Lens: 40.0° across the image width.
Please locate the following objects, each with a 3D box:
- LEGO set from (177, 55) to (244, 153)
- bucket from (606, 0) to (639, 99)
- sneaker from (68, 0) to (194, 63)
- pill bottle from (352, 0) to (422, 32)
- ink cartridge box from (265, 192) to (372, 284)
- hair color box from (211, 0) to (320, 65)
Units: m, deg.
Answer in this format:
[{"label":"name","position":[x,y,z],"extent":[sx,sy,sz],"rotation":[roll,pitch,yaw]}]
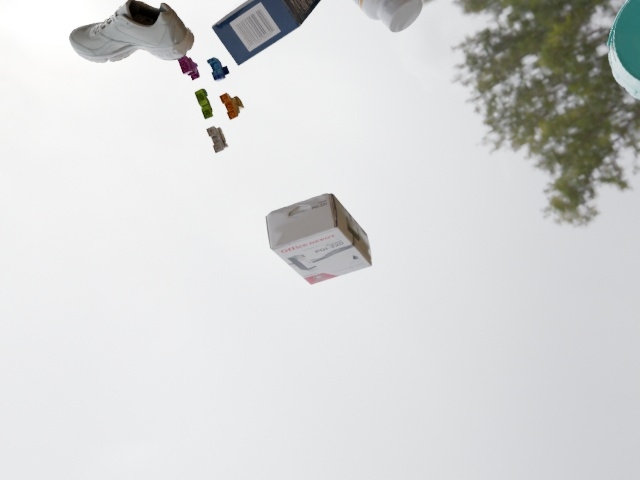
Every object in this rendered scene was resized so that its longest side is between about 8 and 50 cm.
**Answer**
[{"label":"LEGO set","position":[-0.215,-0.304,1.873],"extent":[0.093,0.087,0.227],"rotation":[-16,-96,-77]},{"label":"bucket","position":[0.802,-0.457,2.019],"extent":[0.281,0.281,0.183],"rotation":[68,-162,8]},{"label":"sneaker","position":[-0.381,-0.420,1.707],"extent":[0.121,0.262,0.099],"rotation":[66,-151,-55]},{"label":"pill bottle","position":[0.131,-0.615,2.098],"extent":[0.136,0.136,0.245],"rotation":[-8,-126,-53]},{"label":"ink cartridge box","position":[0.000,0.000,1.879],"extent":[0.218,0.159,0.092],"rotation":[47,-151,-55]},{"label":"hair color box","position":[-0.094,-0.520,1.920],"extent":[0.105,0.174,0.347],"rotation":[54,-152,-18]}]
